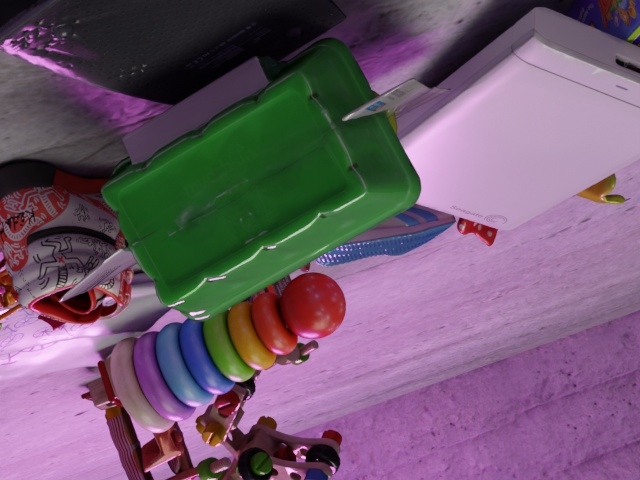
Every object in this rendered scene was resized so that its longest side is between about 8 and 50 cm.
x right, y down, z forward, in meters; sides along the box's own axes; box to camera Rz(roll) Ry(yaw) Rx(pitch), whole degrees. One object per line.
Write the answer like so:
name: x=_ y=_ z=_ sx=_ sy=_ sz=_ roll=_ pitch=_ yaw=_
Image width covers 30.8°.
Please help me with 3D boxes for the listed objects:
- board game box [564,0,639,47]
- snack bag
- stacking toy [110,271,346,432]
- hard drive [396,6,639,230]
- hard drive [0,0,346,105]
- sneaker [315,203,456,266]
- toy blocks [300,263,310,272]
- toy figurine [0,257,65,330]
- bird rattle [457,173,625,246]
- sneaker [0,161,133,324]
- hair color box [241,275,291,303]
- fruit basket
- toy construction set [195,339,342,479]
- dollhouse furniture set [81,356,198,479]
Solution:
board game box: x=0.360 y=-0.215 z=1.267 sx=0.233 sy=0.078 sz=0.347 roll=-15 pitch=163 yaw=-20
snack bag: x=-0.359 y=0.130 z=1.549 sx=0.323 sy=0.037 sz=0.342 roll=-7 pitch=159 yaw=-42
stacking toy: x=-0.115 y=0.138 z=1.585 sx=0.330 sy=0.141 sz=0.141 roll=-26 pitch=164 yaw=13
hard drive: x=0.217 y=-0.114 z=1.258 sx=0.233 sy=0.047 sz=0.353 roll=16 pitch=154 yaw=-23
hard drive: x=-0.105 y=-0.171 z=0.852 sx=0.172 sy=0.054 sz=0.254 roll=-29 pitch=164 yaw=22
sneaker: x=0.080 y=-0.031 z=1.480 sx=0.228 sy=0.092 sz=0.087 roll=-6 pitch=157 yaw=-39
toy blocks: x=0.000 y=0.000 z=1.554 sx=0.148 sy=0.054 sz=0.123 roll=-16 pitch=163 yaw=-19
toy figurine: x=-0.331 y=0.057 z=1.270 sx=0.159 sy=0.130 sz=0.173 roll=-28 pitch=145 yaw=-30
bird rattle: x=0.260 y=-0.102 z=1.522 sx=0.253 sy=0.143 sz=0.207 roll=-12 pitch=155 yaw=17
sneaker: x=-0.209 y=0.010 z=1.148 sx=0.090 sy=0.145 sz=0.270 roll=-30 pitch=162 yaw=27
hair color box: x=-0.077 y=0.097 z=1.741 sx=0.043 sy=0.072 sz=0.141 roll=-14 pitch=162 yaw=-24
fruit basket: x=-0.043 y=-0.065 z=1.027 sx=0.327 sy=0.165 sz=0.353 roll=-29 pitch=-174 yaw=13
toy construction set: x=-0.122 y=0.303 z=1.957 sx=0.257 sy=0.309 sz=0.237 roll=24 pitch=141 yaw=-31
dollhouse furniture set: x=-0.295 y=0.301 z=1.850 sx=0.152 sy=0.201 sz=0.374 roll=-21 pitch=169 yaw=-4
